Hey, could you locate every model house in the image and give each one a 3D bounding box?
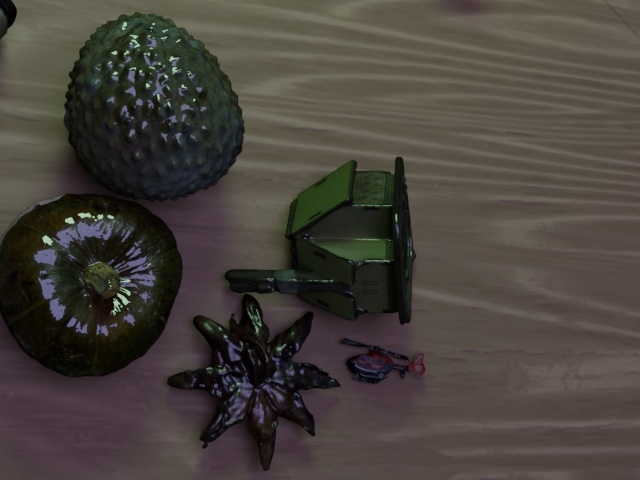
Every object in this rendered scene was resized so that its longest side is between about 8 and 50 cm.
[{"bbox_3d":[0.000,0.000,1.630,0.279,0.218,0.204,-1,124,8],"label":"model house"}]

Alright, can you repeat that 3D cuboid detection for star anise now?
[{"bbox_3d":[-0.083,0.197,1.568,0.272,0.102,0.271,5,75,-20],"label":"star anise"}]

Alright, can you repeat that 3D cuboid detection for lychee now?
[{"bbox_3d":[-0.228,-0.183,1.487,0.255,0.255,0.274,-18,133,-23],"label":"lychee"}]

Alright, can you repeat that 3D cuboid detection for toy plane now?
[{"bbox_3d":[0.098,0.194,1.679,0.145,0.037,0.060,10,68,-16],"label":"toy plane"}]

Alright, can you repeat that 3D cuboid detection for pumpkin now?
[{"bbox_3d":[-0.310,0.059,1.453,0.260,0.189,0.260,3,83,-22],"label":"pumpkin"}]

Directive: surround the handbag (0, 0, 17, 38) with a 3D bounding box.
[{"bbox_3d":[-0.541,-0.332,1.424,0.254,0.181,0.181,40,72,-15],"label":"handbag"}]
